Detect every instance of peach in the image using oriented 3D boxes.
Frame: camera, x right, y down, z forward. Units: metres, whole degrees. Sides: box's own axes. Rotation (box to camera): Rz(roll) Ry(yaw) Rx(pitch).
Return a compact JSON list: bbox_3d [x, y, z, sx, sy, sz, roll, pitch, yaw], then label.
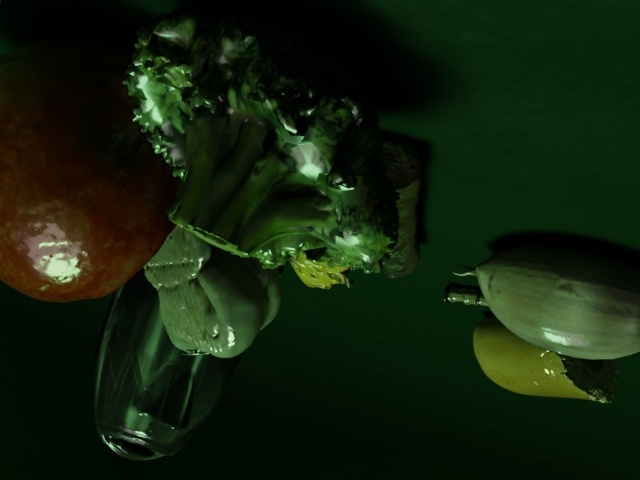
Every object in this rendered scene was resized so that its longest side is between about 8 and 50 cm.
[{"bbox_3d":[-0.212,-0.075,0.844,0.256,0.232,0.232,-33,135,26],"label":"peach"}]

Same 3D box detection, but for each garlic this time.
[{"bbox_3d":[0.228,0.052,0.971,0.266,0.128,0.148,21,155,34],"label":"garlic"}]

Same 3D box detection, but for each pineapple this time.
[{"bbox_3d":[0.000,0.000,1.103,0.116,0.069,0.137,28,153,-9],"label":"pineapple"}]

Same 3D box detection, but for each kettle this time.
[{"bbox_3d":[-0.266,0.183,1.500,0.228,0.324,0.321,31,160,-33],"label":"kettle"}]

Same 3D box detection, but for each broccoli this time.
[{"bbox_3d":[-0.043,-0.072,0.724,0.198,0.176,0.226,-4,166,44],"label":"broccoli"}]

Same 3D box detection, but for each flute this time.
[{"bbox_3d":[0.251,0.077,1.109,0.233,0.027,0.027,7,159,37],"label":"flute"}]

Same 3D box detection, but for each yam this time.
[{"bbox_3d":[0.073,-0.023,0.945,0.061,0.061,0.274,16,164,11],"label":"yam"}]

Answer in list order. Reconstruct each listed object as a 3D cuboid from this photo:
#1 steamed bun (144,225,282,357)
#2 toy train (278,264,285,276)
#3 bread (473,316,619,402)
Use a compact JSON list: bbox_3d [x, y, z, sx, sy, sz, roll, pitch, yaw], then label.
[{"bbox_3d":[-0.119,0.026,1.117,0.144,0.211,0.218,-19,-174,-34],"label":"steamed bun"},{"bbox_3d":[-0.105,0.025,1.306,0.122,0.050,0.081,0,159,47],"label":"toy train"},{"bbox_3d":[0.283,0.154,1.208,0.134,0.085,0.173,31,160,-32],"label":"bread"}]
